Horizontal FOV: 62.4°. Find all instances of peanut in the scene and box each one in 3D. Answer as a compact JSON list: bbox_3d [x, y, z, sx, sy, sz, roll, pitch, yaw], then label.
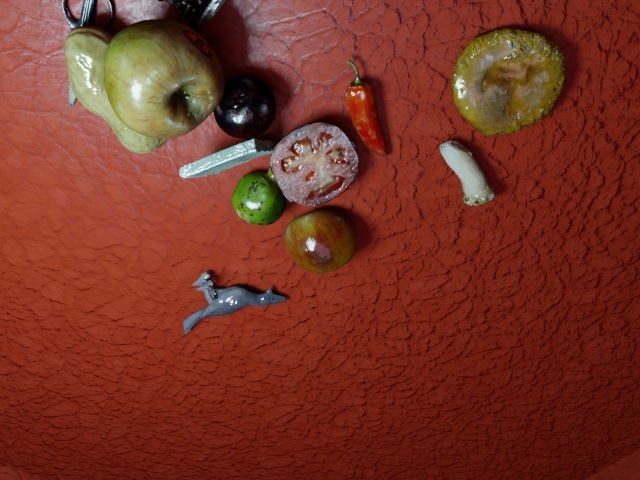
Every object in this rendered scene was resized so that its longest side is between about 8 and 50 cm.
[{"bbox_3d":[-0.472,-0.333,1.210,0.147,0.147,0.319,-14,134,11],"label":"peanut"}]

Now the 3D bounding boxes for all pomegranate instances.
[{"bbox_3d":[-0.151,-0.112,1.375,0.143,0.122,0.169,36,120,-20],"label":"pomegranate"}]

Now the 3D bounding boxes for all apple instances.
[{"bbox_3d":[-0.325,-0.333,1.095,0.194,0.261,0.261,42,128,25],"label":"apple"},{"bbox_3d":[0.000,0.000,1.449,0.195,0.160,0.173,-23,101,9],"label":"apple"}]

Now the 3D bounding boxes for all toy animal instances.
[{"bbox_3d":[-0.310,0.182,1.610,0.367,0.081,0.206,-18,135,13],"label":"toy animal"}]

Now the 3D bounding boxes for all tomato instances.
[{"bbox_3d":[-0.019,-0.201,1.322,0.225,0.085,0.225,-4,122,-7],"label":"tomato"}]

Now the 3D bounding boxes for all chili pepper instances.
[{"bbox_3d":[0.108,-0.305,1.273,0.071,0.063,0.272,-7,129,21],"label":"chili pepper"}]

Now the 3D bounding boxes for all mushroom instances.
[{"bbox_3d":[0.374,-0.176,1.359,0.084,0.071,0.209,-7,130,47],"label":"mushroom"}]

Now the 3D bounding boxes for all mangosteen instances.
[{"bbox_3d":[-0.172,-0.306,1.233,0.152,0.152,0.152,0,126,0],"label":"mangosteen"}]

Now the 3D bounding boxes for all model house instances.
[{"bbox_3d":[-0.261,-0.541,1.058,0.164,0.141,0.203,32,124,-32],"label":"model house"}]

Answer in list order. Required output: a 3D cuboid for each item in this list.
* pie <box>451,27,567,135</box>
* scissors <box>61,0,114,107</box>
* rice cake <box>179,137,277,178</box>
[{"bbox_3d":[0.434,-0.363,1.221,0.273,0.069,0.273,-2,124,-3],"label":"pie"},{"bbox_3d":[-0.548,-0.434,1.209,0.109,0.022,0.300,20,126,-14],"label":"scissors"},{"bbox_3d":[-0.217,-0.201,1.291,0.198,0.189,0.037,-18,95,19],"label":"rice cake"}]
